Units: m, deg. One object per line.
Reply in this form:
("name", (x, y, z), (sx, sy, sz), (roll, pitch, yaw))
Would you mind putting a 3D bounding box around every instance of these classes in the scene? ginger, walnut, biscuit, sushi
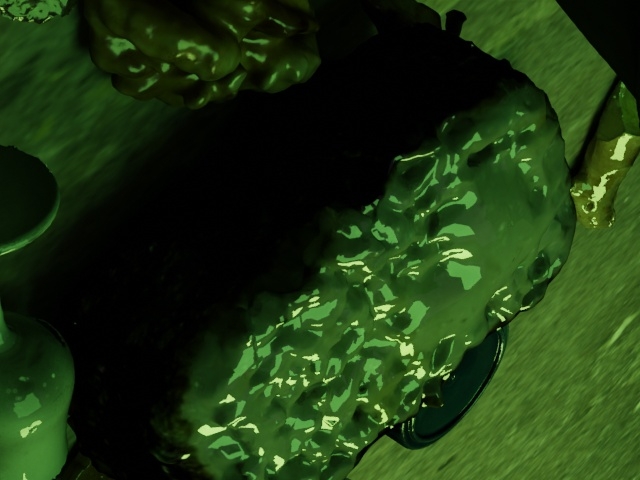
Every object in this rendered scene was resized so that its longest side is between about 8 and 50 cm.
("ginger", (0.230, -0.064, 1.466), (0.057, 0.044, 0.137), (-47, 160, -54))
("walnut", (-0.040, -0.127, 0.944), (0.170, 0.069, 0.143), (-5, 127, -52))
("biscuit", (-0.127, 0.135, 1.162), (0.082, 0.016, 0.092), (-50, 153, -18))
("sushi", (0.000, 0.000, 1.041), (0.343, 0.182, 0.196), (-44, 146, -19))

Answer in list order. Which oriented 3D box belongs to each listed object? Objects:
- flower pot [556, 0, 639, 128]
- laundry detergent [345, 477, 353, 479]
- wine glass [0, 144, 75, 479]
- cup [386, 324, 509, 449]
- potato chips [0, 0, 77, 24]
("flower pot", (0.215, -0.252, 1.000), (0.379, 0.251, 0.379), (-36, 147, -27))
("laundry detergent", (-0.053, 0.351, 1.230), (0.287, 0.287, 0.305), (-27, 142, -41))
("wine glass", (-0.164, 0.047, 0.934), (0.079, 0.079, 0.195), (-34, 146, -33))
("cup", (0.029, 0.069, 1.195), (0.150, 0.138, 0.113), (-57, 152, 6))
("potato chips", (-0.170, -0.132, 0.782), (0.142, 0.026, 0.209), (-52, 152, 1))
